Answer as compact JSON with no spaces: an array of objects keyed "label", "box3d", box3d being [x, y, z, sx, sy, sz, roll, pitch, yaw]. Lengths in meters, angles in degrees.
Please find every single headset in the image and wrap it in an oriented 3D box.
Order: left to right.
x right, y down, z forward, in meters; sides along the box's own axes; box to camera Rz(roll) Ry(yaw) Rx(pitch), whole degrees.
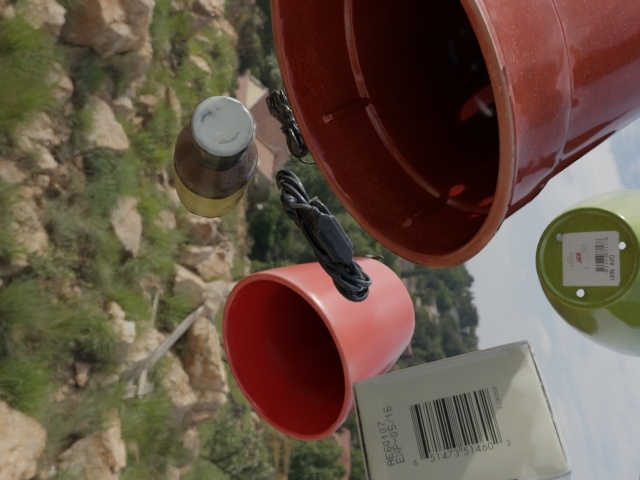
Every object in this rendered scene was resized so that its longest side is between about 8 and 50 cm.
[{"label":"headset","box3d":[0.104,-0.252,1.182,0.185,0.394,0.243,60,-22,7]}]

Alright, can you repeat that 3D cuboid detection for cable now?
[{"label":"cable","box3d":[0.000,0.000,0.784,0.184,0.047,0.150,53,-5,-30]}]

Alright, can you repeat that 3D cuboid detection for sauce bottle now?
[{"label":"sauce bottle","box3d":[-0.141,-0.103,0.873,0.344,0.111,0.112,157,-75,-77]}]

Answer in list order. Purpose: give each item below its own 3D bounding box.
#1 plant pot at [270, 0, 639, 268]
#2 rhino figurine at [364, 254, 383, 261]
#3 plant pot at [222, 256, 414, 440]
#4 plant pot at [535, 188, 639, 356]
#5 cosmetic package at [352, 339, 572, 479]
[{"label":"plant pot","box3d":[0.143,-0.158,0.509,0.272,0.265,0.272,49,-26,33]},{"label":"rhino figurine","box3d":[0.103,0.122,1.561,0.106,0.073,0.243,48,-47,24]},{"label":"plant pot","box3d":[0.013,0.152,1.088,0.243,0.274,0.275,-22,105,-48]},{"label":"plant pot","box3d":[0.437,0.036,0.963,0.293,0.274,0.275,11,69,-51]},{"label":"cosmetic package","box3d":[0.151,0.214,0.642,0.309,0.160,0.113,57,20,-58]}]
